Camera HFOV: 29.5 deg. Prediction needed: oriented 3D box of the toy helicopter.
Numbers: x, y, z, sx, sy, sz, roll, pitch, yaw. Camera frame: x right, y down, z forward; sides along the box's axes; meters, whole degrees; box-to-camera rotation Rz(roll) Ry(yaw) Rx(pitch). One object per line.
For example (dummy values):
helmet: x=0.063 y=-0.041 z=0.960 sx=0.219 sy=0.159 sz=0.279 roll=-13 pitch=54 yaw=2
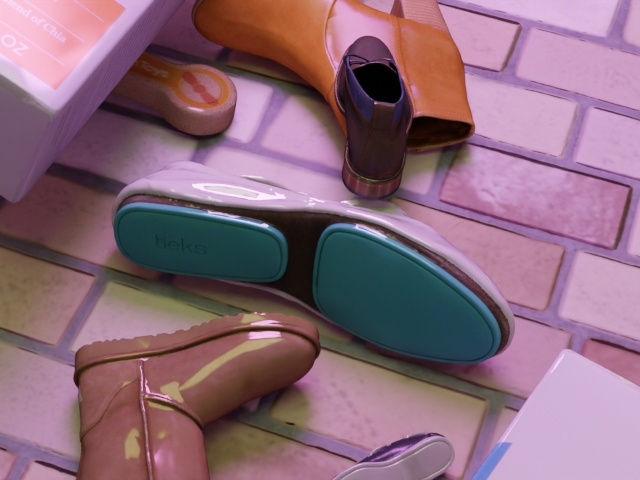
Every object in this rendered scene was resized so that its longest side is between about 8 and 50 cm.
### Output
toy helicopter: x=-0.254 y=-0.213 z=1.326 sx=0.355 sy=0.140 sz=0.235 roll=22 pitch=46 yaw=1

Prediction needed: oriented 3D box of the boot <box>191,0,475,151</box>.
boot: x=0.013 y=-0.185 z=1.304 sx=0.295 sy=0.104 sz=0.211 roll=-1 pitch=53 yaw=-8

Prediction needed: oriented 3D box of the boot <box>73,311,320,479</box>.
boot: x=-0.101 y=0.205 z=1.028 sx=0.236 sy=0.089 sz=0.269 roll=-11 pitch=54 yaw=3

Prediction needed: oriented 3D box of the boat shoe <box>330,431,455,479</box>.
boat shoe: x=0.056 y=0.201 z=1.060 sx=0.125 sy=0.038 sz=0.046 roll=-26 pitch=100 yaw=-13

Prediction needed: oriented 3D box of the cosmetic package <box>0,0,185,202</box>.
cosmetic package: x=-0.252 y=-0.281 z=1.188 sx=0.230 sy=0.161 sz=0.453 roll=34 pitch=51 yaw=-6

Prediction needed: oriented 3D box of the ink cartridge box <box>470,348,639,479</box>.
ink cartridge box: x=0.192 y=0.261 z=0.877 sx=0.197 sy=0.270 sz=0.198 roll=30 pitch=58 yaw=21

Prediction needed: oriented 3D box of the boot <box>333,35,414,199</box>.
boot: x=0.058 y=-0.152 z=1.170 sx=0.082 sy=0.106 sz=0.219 roll=3 pitch=47 yaw=-6

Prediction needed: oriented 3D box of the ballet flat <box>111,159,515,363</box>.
ballet flat: x=0.000 y=0.000 z=1.164 sx=0.400 sy=0.139 sz=0.139 roll=16 pitch=55 yaw=11
